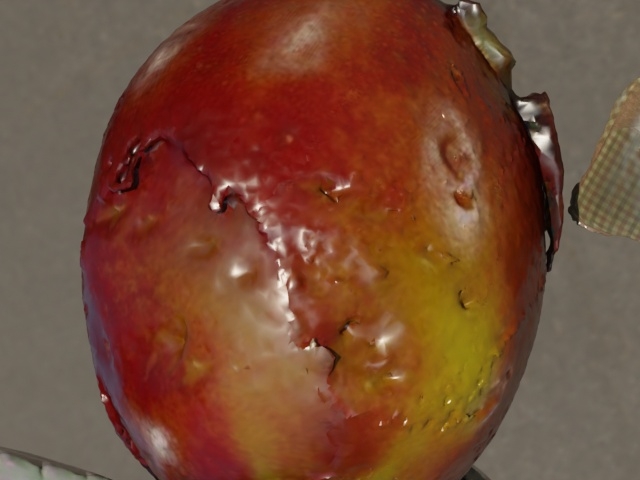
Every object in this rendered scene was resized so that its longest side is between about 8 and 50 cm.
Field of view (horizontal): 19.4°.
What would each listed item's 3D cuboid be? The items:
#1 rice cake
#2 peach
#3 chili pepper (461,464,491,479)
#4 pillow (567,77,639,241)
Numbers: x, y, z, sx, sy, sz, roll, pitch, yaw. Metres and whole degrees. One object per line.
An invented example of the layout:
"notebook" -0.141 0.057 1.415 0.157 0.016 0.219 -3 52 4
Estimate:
"rice cake" -0.258 0.158 1.331 0.198 0.189 0.037 -1 74 60
"peach" 0.000 0.000 1.407 0.353 0.339 0.416 41 -130 -61
"chili pepper" 0.118 0.305 1.803 0.174 0.165 0.261 54 178 26
"pillow" 0.307 -0.030 1.452 0.211 0.034 0.135 29 106 13
